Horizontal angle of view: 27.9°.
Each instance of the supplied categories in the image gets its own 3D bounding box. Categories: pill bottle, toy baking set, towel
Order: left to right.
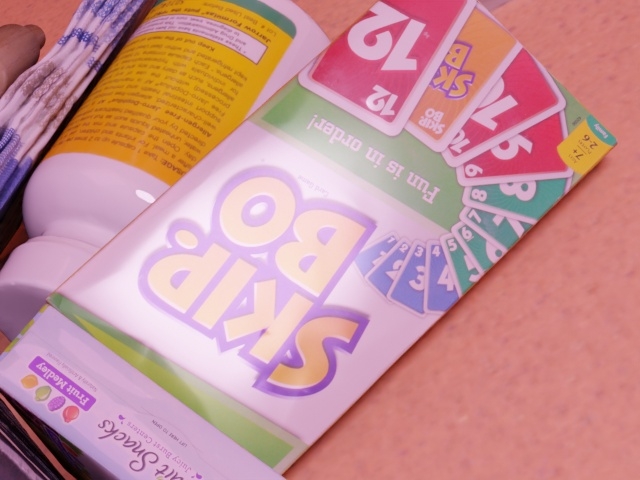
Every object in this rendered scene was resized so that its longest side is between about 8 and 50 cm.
[{"bbox_3d":[-0.216,-0.039,0.746,0.196,0.030,0.256,-57,10,22],"label":"toy baking set"},{"bbox_3d":[-0.163,-0.062,0.745,0.209,0.034,0.285,-49,12,51],"label":"towel"},{"bbox_3d":[-0.078,-0.029,0.663,0.118,0.117,0.208,-1,48,37],"label":"pill bottle"}]

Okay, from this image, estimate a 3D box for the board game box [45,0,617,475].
[{"bbox_3d":[0.000,0.000,0.573,0.259,0.124,0.039,-44,-4,-10],"label":"board game box"}]

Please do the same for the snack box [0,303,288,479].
[{"bbox_3d":[-0.048,0.092,0.467,0.141,0.100,0.037,32,70,22],"label":"snack box"}]

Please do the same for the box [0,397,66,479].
[{"bbox_3d":[-0.216,0.091,0.476,0.183,0.296,0.294,-44,36,-14],"label":"box"}]
